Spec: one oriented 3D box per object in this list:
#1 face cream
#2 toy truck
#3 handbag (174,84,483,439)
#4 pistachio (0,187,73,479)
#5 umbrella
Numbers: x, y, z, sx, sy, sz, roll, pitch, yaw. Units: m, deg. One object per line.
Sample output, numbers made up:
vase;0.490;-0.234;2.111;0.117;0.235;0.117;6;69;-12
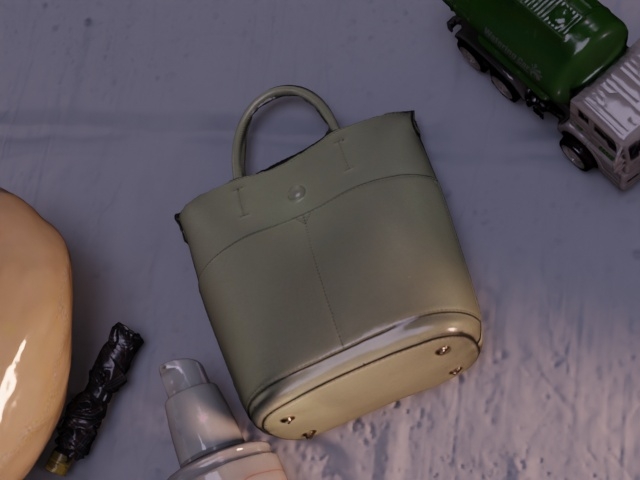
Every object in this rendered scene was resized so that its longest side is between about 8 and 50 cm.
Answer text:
face cream;-0.071;0.211;0.775;0.101;0.101;0.252;-27;68;7
toy truck;0.196;-0.161;0.797;0.101;0.125;0.242;-42;69;0
handbag;0.000;0.000;0.845;0.241;0.109;0.316;-24;56;7
pistachio;-0.315;0.102;0.816;0.207;0.226;0.332;-10;62;33
umbrella;-0.203;0.143;0.867;0.037;0.040;0.144;28;81;-12
